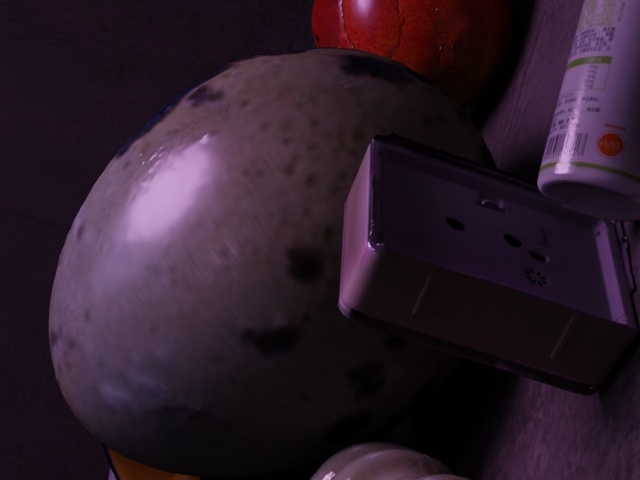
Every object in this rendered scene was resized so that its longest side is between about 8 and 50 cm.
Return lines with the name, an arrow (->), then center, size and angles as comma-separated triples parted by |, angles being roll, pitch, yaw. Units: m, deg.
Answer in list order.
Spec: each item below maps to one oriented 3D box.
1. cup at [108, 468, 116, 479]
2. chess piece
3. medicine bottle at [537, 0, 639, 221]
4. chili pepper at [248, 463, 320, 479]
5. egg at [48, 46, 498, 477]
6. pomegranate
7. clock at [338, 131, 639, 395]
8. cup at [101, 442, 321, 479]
cup -> -0.122, 0.227, 1.672 | 0.253, 0.253, 0.371 | 125, 160, -58
chess piece -> 0.080, 0.217, 0.994 | 0.243, 0.133, 0.133 | 170, 119, -73
medicine bottle -> 0.211, -0.111, 0.960 | 0.086, 0.086, 0.183 | 148, 140, -75
chili pepper -> -0.007, 0.279, 1.232 | 0.165, 0.174, 0.261 | -42, -18, -45
egg -> -0.040, 0.026, 1.219 | 0.428, 0.345, 0.345 | -39, 17, 10
pomegranate -> 0.097, -0.214, 1.451 | 0.210, 0.210, 0.235 | -110, 12, -74
clock -> 0.113, 0.015, 0.957 | 0.147, 0.192, 0.071 | -86, 17, -54
cup -> -0.069, 0.213, 1.467 | 0.178, 0.256, 0.255 | -1, 106, 50
